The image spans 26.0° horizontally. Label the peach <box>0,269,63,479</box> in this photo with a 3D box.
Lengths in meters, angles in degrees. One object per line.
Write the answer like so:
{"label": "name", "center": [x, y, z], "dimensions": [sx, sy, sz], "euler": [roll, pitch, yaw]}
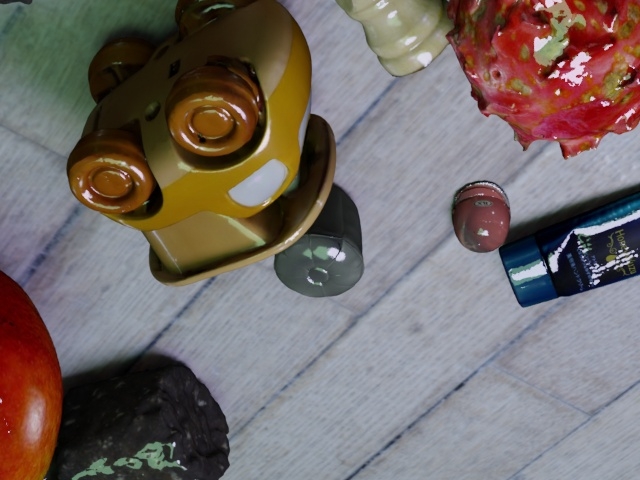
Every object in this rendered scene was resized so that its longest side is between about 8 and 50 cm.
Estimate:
{"label": "peach", "center": [-0.458, 0.172, 1.520], "dimensions": [0.370, 0.370, 0.370], "euler": [2, 133, 2]}

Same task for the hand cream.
{"label": "hand cream", "center": [0.334, -0.003, 1.517], "dimensions": [0.271, 0.061, 0.120], "euler": [-20, 126, 10]}

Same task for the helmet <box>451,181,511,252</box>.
{"label": "helmet", "center": [0.175, -0.017, 1.507], "dimensions": [0.065, 0.049, 0.084], "euler": [-3, 134, 7]}

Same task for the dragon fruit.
{"label": "dragon fruit", "center": [0.209, -0.195, 1.224], "dimensions": [0.205, 0.210, 0.268], "euler": [-26, 152, 16]}

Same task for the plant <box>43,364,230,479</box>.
{"label": "plant", "center": [-0.280, 0.283, 1.719], "dimensions": [0.321, 0.194, 0.181], "euler": [-26, 123, 21]}

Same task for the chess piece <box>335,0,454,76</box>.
{"label": "chess piece", "center": [0.036, -0.248, 1.272], "dimensions": [0.090, 0.090, 0.200], "euler": [-29, 123, 27]}

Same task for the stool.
{"label": "stool", "center": [0.000, 0.000, 1.491], "dimensions": [0.096, 0.110, 0.096], "euler": [1, 135, 1]}

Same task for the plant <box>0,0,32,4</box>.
{"label": "plant", "center": [-0.378, -0.292, 1.209], "dimensions": [0.275, 0.146, 0.149], "euler": [11, 136, -7]}

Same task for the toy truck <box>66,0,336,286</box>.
{"label": "toy truck", "center": [-0.115, -0.102, 1.337], "dimensions": [0.288, 0.204, 0.212], "euler": [-28, 129, 26]}
